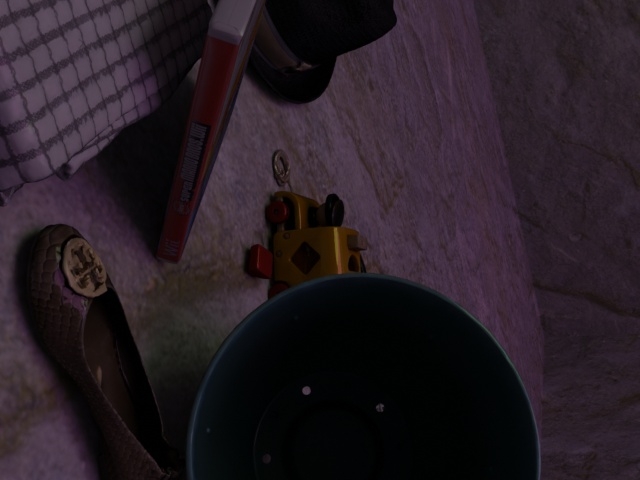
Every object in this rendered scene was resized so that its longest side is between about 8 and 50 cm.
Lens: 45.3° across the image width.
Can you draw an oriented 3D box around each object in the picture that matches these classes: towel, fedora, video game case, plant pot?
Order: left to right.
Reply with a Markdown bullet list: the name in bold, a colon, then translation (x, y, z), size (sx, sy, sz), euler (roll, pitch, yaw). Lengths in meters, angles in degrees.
- **towel**: translation (-0.190, -0.180, 0.497), size (0.284, 0.121, 0.235), euler (-64, 144, -54)
- **video game case**: translation (-0.082, -0.134, 0.646), size (0.285, 0.025, 0.204), euler (118, -12, -53)
- **fedora**: translation (0.004, -0.330, 0.944), size (0.334, 0.152, 0.334), euler (-5, 90, -68)
- **plant pot**: translation (0.025, 0.201, 0.730), size (0.235, 0.292, 0.293), euler (111, -18, -72)

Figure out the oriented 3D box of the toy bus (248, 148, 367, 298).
- **toy bus**: translation (0.003, 0.012, 0.934), size (0.191, 0.104, 0.202), euler (-70, 147, -46)

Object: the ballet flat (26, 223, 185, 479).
- **ballet flat**: translation (-0.157, 0.103, 0.590), size (0.084, 0.058, 0.250), euler (-48, 130, -61)

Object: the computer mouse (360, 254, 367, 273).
- **computer mouse**: translation (0.065, 0.106, 1.132), size (0.262, 0.060, 0.184), euler (59, 9, -67)

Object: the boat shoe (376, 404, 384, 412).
- **boat shoe**: translation (0.066, 0.250, 1.071), size (0.095, 0.079, 0.255), euler (-18, 102, -65)
